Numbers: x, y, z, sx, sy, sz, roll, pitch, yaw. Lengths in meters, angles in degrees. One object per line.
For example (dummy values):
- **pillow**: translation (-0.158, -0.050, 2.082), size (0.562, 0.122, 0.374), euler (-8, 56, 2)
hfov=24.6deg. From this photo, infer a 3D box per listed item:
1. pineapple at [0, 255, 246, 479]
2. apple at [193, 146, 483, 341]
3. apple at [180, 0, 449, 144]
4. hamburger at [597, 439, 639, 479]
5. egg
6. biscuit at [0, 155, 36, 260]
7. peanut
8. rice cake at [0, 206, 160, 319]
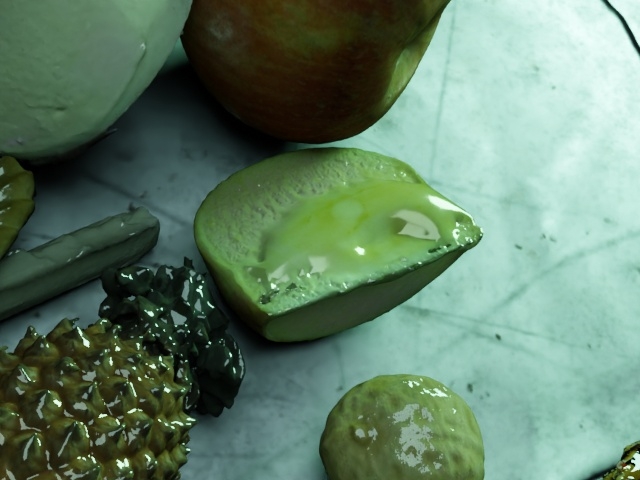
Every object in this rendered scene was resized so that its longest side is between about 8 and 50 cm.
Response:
- **pineapple**: translation (-0.179, 0.141, 1.301), size (0.223, 0.223, 0.357), euler (37, 49, 8)
- **apple**: translation (0.000, 0.000, 1.458), size (0.265, 0.120, 0.193), euler (-20, 55, -25)
- **apple**: translation (-0.014, -0.252, 1.491), size (0.301, 0.301, 0.301), euler (5, 62, -10)
- **hamburger**: translation (0.360, 0.287, 1.394), size (0.231, 0.107, 0.231), euler (9, 55, -12)
- **egg**: translation (-0.290, -0.253, 1.401), size (0.337, 0.201, 0.337), euler (-13, 63, 26)
- **biscuit**: translation (-0.401, 0.003, 1.347), size (0.273, 0.036, 0.187), euler (-8, 50, 3)
- **peanut**: translation (0.077, 0.196, 1.372), size (0.159, 0.109, 0.141), euler (6, 61, -11)
- **rice cake**: translation (-0.268, 0.029, 1.394), size (0.256, 0.057, 0.052), euler (-25, 81, -31)
